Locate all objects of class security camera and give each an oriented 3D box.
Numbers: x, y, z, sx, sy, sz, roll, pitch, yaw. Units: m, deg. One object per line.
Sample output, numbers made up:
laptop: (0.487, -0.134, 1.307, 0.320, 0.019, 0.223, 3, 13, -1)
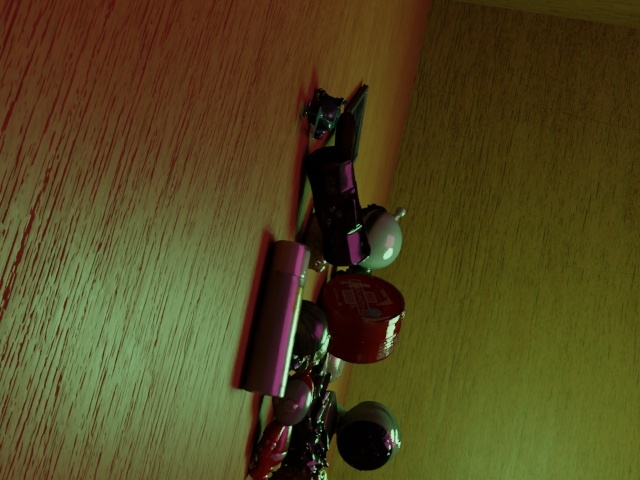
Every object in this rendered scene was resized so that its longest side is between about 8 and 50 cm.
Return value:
security camera: (0.060, 0.465, 2.268, 0.191, 0.277, 0.197, -55, 156, -74)

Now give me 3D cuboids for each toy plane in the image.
toy plane: (0.005, -0.235, 1.753, 0.235, 0.060, 0.096, -39, 152, -84)

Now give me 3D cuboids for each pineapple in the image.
pineapple: (-0.040, 0.464, 2.028, 0.165, 0.165, 0.365, 70, 29, -75)

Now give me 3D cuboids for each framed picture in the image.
framed picture: (0.081, -0.270, 2.361, 0.281, 0.019, 0.209, -63, 162, -64)

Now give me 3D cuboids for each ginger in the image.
ginger: (0.001, -0.001, 1.972, 0.190, 0.068, 0.095, -71, 172, -51)

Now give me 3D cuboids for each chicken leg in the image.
chicken leg: (-0.048, 0.235, 1.904, 0.103, 0.088, 0.227, -56, 172, 27)

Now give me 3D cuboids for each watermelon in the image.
watermelon: (-0.035, 0.180, 1.798, 0.105, 0.105, 0.133, -66, 151, -59)

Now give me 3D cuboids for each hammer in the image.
hammer: (0.042, -0.150, 1.966, 0.409, 0.095, 0.243, -85, 165, -56)

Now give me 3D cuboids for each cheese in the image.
cheese: (0.020, 0.344, 2.571, 0.286, 0.074, 0.189, -60, 159, -57)

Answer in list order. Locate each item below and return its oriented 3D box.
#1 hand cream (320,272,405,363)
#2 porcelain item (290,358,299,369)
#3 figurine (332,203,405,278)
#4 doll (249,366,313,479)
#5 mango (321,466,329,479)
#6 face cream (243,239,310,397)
hand cream: (0.104, 0.204, 2.427, 0.230, 0.230, 0.149, -67, 167, -56)
porcelain item: (-0.076, 0.223, 1.704, 0.021, 0.075, 0.136, 94, 10, -46)
figurine: (0.121, 0.065, 2.612, 0.281, 0.167, 0.370, 24, 85, -78)
doll: (-0.073, 0.359, 1.842, 0.142, 0.076, 0.245, -34, 146, -80)
mango: (-0.042, 0.697, 2.493, 0.233, 0.111, 0.125, -68, 162, 6)
face cream: (-0.074, 0.135, 1.617, 0.107, 0.073, 0.269, 102, -1, -82)
